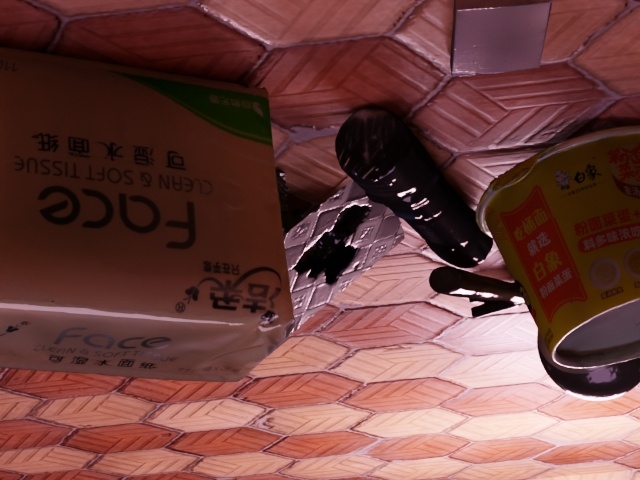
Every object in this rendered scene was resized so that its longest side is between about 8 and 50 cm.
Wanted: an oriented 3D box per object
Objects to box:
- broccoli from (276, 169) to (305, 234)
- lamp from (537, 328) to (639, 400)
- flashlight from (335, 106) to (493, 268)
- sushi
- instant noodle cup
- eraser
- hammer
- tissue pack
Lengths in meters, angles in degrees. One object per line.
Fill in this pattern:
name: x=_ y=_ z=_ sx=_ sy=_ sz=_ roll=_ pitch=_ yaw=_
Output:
broccoli: x=-0.075 y=-0.029 z=2.010 sx=0.118 sy=0.122 sz=0.204 roll=1 pitch=177 yaw=28
lamp: x=0.404 y=0.107 z=2.248 sx=0.182 sy=0.182 sz=0.314 roll=-10 pitch=134 yaw=12
flashlight: x=0.131 y=-0.054 z=1.970 sx=0.103 sy=0.103 sz=0.424 roll=-12 pitch=158 yaw=18
sushi: x=0.000 y=0.000 z=2.013 sx=0.231 sy=0.047 sz=0.219 roll=-40 pitch=150 yaw=-13
instant noodle cup: x=0.376 y=0.019 z=1.964 sx=0.311 sy=0.221 sz=0.311 roll=-13 pitch=154 yaw=-7
eraser: x=0.196 y=-0.228 z=1.643 sx=0.104 sy=0.023 sz=0.150 roll=-5 pitch=158 yaw=1
hammer: x=0.254 y=0.068 z=2.228 sx=0.168 sy=0.044 sz=0.440 roll=-17 pitch=169 yaw=20
tissue pack: x=-0.252 y=-0.029 z=1.641 sx=0.405 sy=0.331 sz=0.205 roll=6 pitch=152 yaw=-24
